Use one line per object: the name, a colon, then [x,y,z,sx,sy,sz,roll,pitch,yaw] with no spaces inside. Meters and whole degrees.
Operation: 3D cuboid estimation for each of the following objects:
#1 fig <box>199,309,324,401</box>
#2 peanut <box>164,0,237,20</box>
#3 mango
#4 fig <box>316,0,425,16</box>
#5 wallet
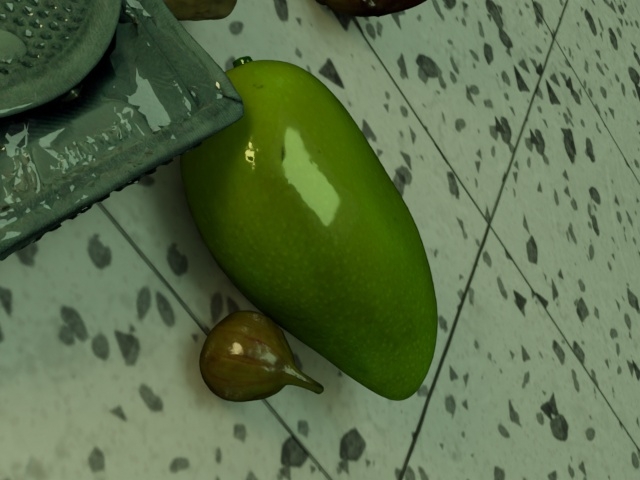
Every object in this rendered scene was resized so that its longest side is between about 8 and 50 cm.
fig: [-0.052,0.101,0.924,0.082,0.098,0.084,-63,148,-20]
peanut: [-0.150,-0.279,0.955,0.224,0.129,0.129,55,37,-34]
mango: [0.000,0.000,0.986,0.343,0.156,0.192,56,39,-16]
fig: [0.064,-0.336,1.228,0.205,0.205,0.205,28,53,-44]
wallet: [-0.224,-0.119,0.757,0.342,0.075,0.237,-37,92,-42]
